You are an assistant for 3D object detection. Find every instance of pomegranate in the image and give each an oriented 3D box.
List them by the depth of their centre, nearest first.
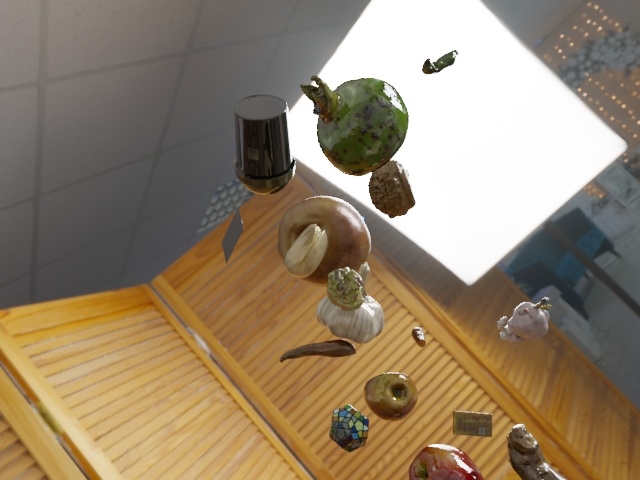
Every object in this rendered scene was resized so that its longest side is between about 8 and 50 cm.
[{"bbox_3d":[0.066,-0.250,1.037,0.263,0.211,0.211,20,-54,-34],"label":"pomegranate"}]

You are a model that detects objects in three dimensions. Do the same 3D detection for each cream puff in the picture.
[{"bbox_3d":[0.183,-0.132,1.299,0.115,0.150,0.165,-16,8,12],"label":"cream puff"}]

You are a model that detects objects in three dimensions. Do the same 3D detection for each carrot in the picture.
[{"bbox_3d":[0.247,0.243,1.235,0.032,0.032,0.093,-45,3,7],"label":"carrot"}]

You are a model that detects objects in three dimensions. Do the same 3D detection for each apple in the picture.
[{"bbox_3d":[0.247,0.553,1.741,0.173,0.195,0.160,128,149,-66],"label":"apple"},{"bbox_3d":[0.000,0.000,2.091,0.400,0.400,0.334,-46,-33,16],"label":"apple"}]

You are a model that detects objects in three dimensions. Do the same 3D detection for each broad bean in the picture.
[{"bbox_3d":[0.349,-0.518,1.448,0.195,0.046,0.061,-29,-13,-43],"label":"broad bean"}]

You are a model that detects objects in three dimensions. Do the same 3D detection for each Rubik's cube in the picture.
[{"bbox_3d":[0.083,0.555,1.461,0.133,0.111,0.133,-15,18,5],"label":"Rubik's cube"}]

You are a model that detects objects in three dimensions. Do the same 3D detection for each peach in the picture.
[{"bbox_3d":[0.390,0.729,1.497,0.243,0.244,0.199,120,169,-61],"label":"peach"}]

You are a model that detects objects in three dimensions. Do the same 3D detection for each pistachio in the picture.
[{"bbox_3d":[-0.043,0.041,1.735,0.200,0.117,0.145,-54,13,-7],"label":"pistachio"}]

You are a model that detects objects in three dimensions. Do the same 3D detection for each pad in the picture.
[{"bbox_3d":[-0.336,-0.018,1.880,0.004,0.127,0.190,11,-51,-30],"label":"pad"}]

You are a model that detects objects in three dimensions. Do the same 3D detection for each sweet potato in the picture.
[{"bbox_3d":[-0.009,0.304,1.360,0.214,0.050,0.050,-8,-3,11],"label":"sweet potato"}]

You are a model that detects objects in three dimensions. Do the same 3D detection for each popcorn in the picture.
[{"bbox_3d":[0.061,0.125,1.244,0.097,0.109,0.089,-20,-8,12],"label":"popcorn"}]

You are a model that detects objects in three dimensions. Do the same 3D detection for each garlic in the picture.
[{"bbox_3d":[0.095,0.164,1.386,0.199,0.199,0.225,-21,-56,-68],"label":"garlic"}]

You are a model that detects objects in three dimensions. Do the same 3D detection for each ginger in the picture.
[{"bbox_3d":[0.612,0.653,1.333,0.107,0.309,0.133,-25,-34,-12],"label":"ginger"}]

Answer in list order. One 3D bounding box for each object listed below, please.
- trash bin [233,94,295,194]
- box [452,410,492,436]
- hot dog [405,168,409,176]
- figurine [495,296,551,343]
[{"bbox_3d":[-0.195,-0.308,1.688,0.214,0.214,0.333,-37,-37,-34],"label":"trash bin"},{"bbox_3d":[0.575,0.694,1.868,0.022,0.157,0.088,136,139,-72],"label":"box"},{"bbox_3d":[0.269,-0.236,1.944,0.269,0.109,0.072,-39,-27,-49],"label":"hot dog"},{"bbox_3d":[0.632,0.261,1.532,0.138,0.111,0.229,1,-31,-12],"label":"figurine"}]
